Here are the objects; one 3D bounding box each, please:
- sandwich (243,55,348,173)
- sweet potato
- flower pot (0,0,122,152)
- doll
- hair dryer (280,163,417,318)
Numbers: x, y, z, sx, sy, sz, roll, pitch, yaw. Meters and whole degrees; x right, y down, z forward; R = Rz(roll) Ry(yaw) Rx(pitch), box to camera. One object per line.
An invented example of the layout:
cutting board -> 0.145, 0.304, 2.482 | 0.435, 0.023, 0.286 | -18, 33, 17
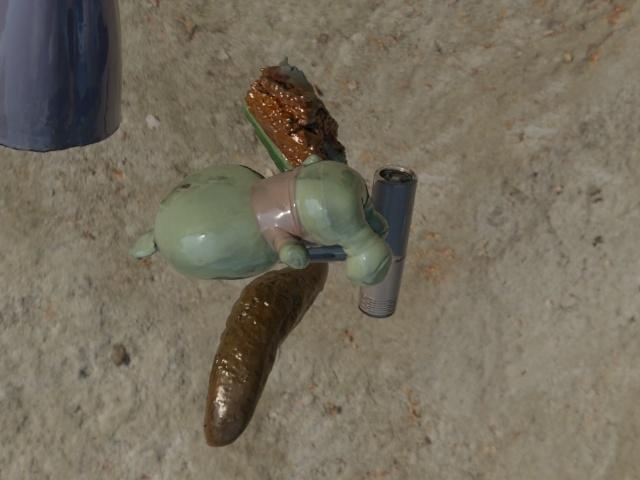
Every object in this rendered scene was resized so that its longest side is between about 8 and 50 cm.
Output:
sandwich -> -0.024, -0.169, 1.062 | 0.109, 0.160, 0.185 | -34, 86, -19
sweet potato -> -0.081, 0.118, 1.003 | 0.341, 0.092, 0.114 | -60, 139, -35
flower pot -> -0.392, -0.292, 1.007 | 0.265, 0.265, 0.243 | 8, 134, -19
doll -> -0.063, -0.026, 0.714 | 0.275, 0.155, 0.113 | 2, 131, 14
hair dryer -> -0.002, -0.011, 0.881 | 0.220, 0.053, 0.195 | 11, 123, 7
